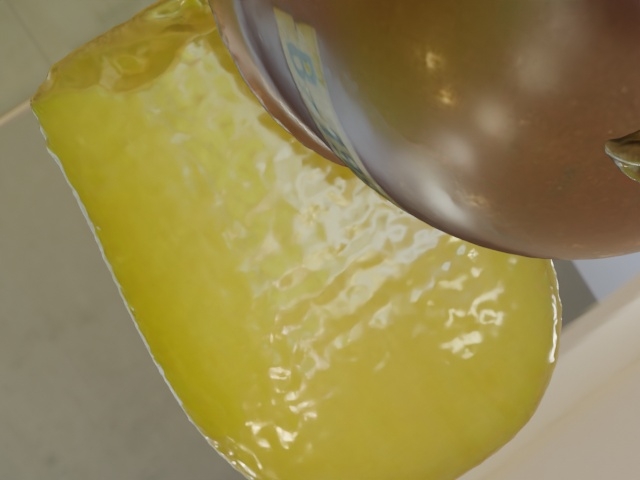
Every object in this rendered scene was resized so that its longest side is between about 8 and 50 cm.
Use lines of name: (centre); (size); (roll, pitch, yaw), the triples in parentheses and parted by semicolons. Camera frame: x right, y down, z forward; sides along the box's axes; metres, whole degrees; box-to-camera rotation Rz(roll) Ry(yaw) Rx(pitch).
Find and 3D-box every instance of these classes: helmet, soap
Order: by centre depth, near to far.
helmet: (0.126, -0.133, 0.689); (0.337, 0.385, 0.230); (-29, -140, 0)
soap: (-0.001, -0.001, 1.078); (0.306, 0.427, 0.115); (-29, -171, -4)

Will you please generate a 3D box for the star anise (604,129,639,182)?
star anise: (0.197, -0.032, 0.404); (0.231, 0.209, 0.089); (-29, -158, 37)
